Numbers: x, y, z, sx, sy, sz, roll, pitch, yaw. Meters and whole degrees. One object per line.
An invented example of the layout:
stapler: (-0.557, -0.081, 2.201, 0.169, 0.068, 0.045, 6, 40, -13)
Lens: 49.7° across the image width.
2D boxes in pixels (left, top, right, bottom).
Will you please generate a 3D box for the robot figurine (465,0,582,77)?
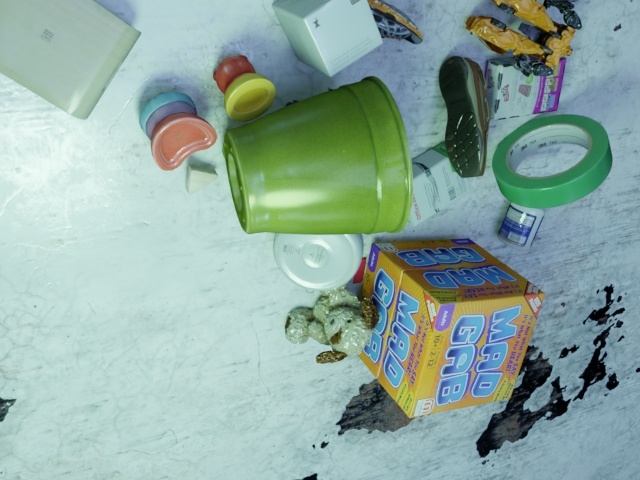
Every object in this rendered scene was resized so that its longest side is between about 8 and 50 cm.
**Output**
robot figurine: (0.539, -0.559, 1.817, 0.290, 0.085, 0.211, 21, 114, -19)

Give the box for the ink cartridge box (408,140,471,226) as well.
ink cartridge box: (0.307, -0.160, 1.958, 0.208, 0.087, 0.153, -31, 127, -12)

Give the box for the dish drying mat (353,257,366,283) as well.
dish drying mat: (0.116, 0.089, 2.040, 0.032, 0.008, 0.083, -5, 119, -25)

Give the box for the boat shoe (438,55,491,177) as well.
boat shoe: (0.409, -0.333, 1.856, 0.119, 0.122, 0.324, -13, 99, -37)

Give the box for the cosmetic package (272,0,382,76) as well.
cosmetic package: (0.014, -0.489, 1.558, 0.151, 0.184, 0.151, -35, 127, -7)

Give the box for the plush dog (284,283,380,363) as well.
plush dog: (0.057, 0.239, 1.952, 0.210, 0.225, 0.262, 35, 96, -37)

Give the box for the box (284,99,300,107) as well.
box: (-0.020, -0.273, 1.737, 0.225, 0.036, 0.137, 3, 115, -39)

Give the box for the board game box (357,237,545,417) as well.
board game box: (0.346, 0.232, 1.984, 0.356, 0.356, 0.357, -3, 116, -27)

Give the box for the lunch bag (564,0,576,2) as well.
lunch bag: (0.593, -0.758, 1.722, 0.305, 0.213, 0.256, 15, 130, -33)

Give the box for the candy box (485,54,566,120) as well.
candy box: (0.575, -0.439, 1.962, 0.233, 0.071, 0.159, -12, 121, -23)

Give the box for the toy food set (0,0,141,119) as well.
toy food set: (-0.542, -0.411, 1.370, 0.306, 0.092, 0.220, 32, 99, -29)

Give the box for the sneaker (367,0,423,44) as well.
sneaker: (0.162, -0.530, 1.690, 0.214, 0.084, 0.083, 20, 118, -32)

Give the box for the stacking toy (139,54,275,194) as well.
stacking toy: (-0.257, -0.273, 1.610, 0.308, 0.130, 0.280, -28, 152, -10)

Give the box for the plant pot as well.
plant pot: (-0.025, -0.160, 1.565, 0.352, 0.366, 0.367, -12, 121, -14)

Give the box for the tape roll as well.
tape roll: (0.654, -0.229, 1.963, 0.321, 0.321, 0.077, -36, 127, -7)

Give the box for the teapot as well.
teapot: (0.000, 0.000, 1.827, 0.256, 0.187, 0.253, -30, 110, 21)

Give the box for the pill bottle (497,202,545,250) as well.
pill bottle: (0.640, -0.074, 2.172, 0.111, 0.112, 0.187, 5, 113, -31)
